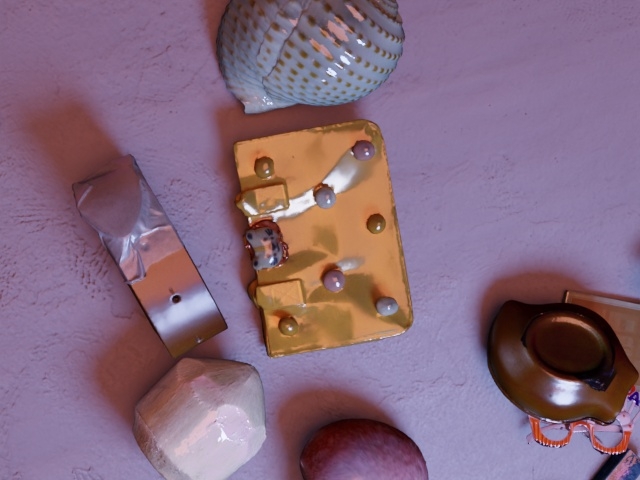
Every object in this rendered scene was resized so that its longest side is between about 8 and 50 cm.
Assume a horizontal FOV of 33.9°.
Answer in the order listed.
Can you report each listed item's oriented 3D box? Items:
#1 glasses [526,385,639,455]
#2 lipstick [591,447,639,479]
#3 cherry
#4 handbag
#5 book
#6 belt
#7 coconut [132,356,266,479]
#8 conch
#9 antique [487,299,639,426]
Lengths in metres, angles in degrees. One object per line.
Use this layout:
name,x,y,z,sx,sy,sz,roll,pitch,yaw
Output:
glasses,0.485,0.315,1.969,0.256,0.095,0.162,9,75,-7
lipstick,0.497,0.526,1.989,0.051,0.051,0.312,40,87,-8
cherry,0.084,0.424,1.839,0.240,0.206,0.239,0,82,-2
handbag,0.000,0.000,1.858,0.283,0.133,0.400,-9,93,-4
book,0.564,0.198,2.003,0.242,0.018,0.170,11,90,-9
belt,-0.286,0.028,1.757,0.122,0.217,0.338,-29,93,-8
coconut,-0.194,0.303,1.788,0.234,0.224,0.224,-34,97,-7
conch,-0.025,-0.360,1.796,0.319,0.215,0.303,-36,87,-7
antique,0.431,0.214,1.892,0.278,0.129,0.223,35,64,13
